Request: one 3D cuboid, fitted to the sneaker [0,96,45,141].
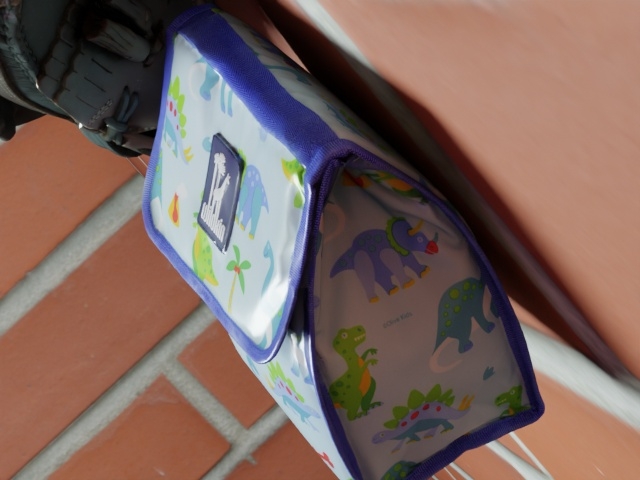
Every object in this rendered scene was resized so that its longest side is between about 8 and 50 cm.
[{"bbox_3d":[-0.159,-0.151,0.758,0.135,0.097,0.276,57,171,18],"label":"sneaker"}]

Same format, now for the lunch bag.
[{"bbox_3d":[0.000,0.000,0.659,0.129,0.096,0.151,46,161,51],"label":"lunch bag"}]

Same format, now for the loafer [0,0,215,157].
[{"bbox_3d":[-0.068,-0.078,0.729,0.084,0.096,0.267,26,178,12],"label":"loafer"}]
